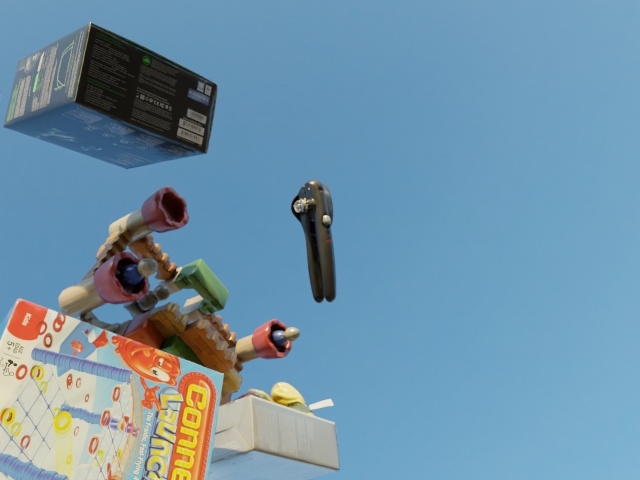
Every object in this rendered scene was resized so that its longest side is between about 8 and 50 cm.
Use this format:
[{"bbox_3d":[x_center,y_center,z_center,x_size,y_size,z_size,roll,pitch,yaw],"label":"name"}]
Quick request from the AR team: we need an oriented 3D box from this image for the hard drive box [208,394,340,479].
[{"bbox_3d":[-0.107,0.353,1.117,0.181,0.089,0.232,-25,-37,26],"label":"hard drive box"}]

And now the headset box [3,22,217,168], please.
[{"bbox_3d":[-0.365,-0.229,1.133,0.246,0.283,0.131,18,-105,-44],"label":"headset box"}]

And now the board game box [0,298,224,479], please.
[{"bbox_3d":[-0.290,0.267,0.819,0.302,0.308,0.086,26,-46,-26],"label":"board game box"}]

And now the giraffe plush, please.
[{"bbox_3d":[-0.078,0.445,1.507,0.210,0.181,0.170,1,-61,-4],"label":"giraffe plush"}]

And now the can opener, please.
[{"bbox_3d":[0.000,0.000,0.972,0.073,0.059,0.186,0,-102,-32],"label":"can opener"}]

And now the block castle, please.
[{"bbox_3d":[-0.241,0.151,1.266,0.213,0.303,0.453,-22,-62,25],"label":"block castle"}]
